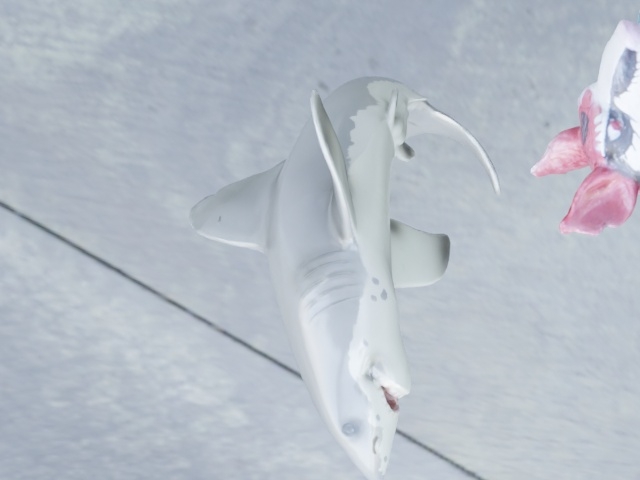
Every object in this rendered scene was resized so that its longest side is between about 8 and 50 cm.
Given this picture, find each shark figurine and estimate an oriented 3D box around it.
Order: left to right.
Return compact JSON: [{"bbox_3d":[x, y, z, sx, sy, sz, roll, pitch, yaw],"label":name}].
[{"bbox_3d":[-0.002,-0.027,0.911,0.116,0.278,0.166,-13,119,21],"label":"shark figurine"}]

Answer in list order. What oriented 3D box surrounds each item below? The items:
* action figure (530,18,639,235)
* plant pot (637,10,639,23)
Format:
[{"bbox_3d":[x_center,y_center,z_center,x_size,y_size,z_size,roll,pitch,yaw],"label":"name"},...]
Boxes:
[{"bbox_3d":[0.263,-0.088,0.758,0.370,0.276,0.248,-21,64,17],"label":"action figure"},{"bbox_3d":[0.418,-0.148,1.372,0.271,0.255,0.272,9,70,-27],"label":"plant pot"}]
